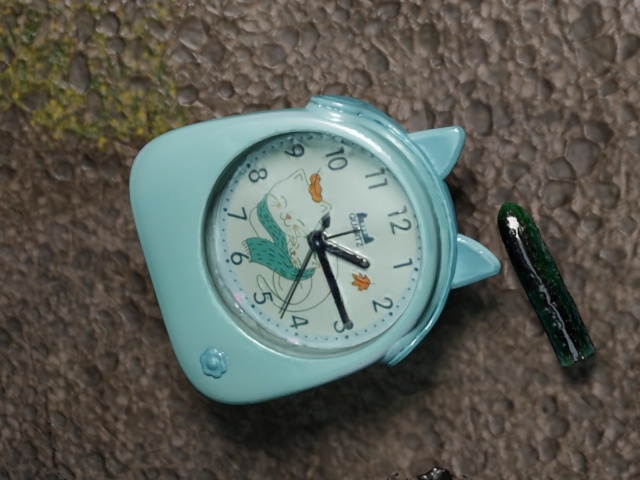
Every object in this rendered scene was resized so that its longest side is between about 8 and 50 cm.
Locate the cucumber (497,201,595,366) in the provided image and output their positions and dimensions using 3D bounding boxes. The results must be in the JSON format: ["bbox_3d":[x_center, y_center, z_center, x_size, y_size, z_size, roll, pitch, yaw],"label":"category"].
[{"bbox_3d":[0.169,0.030,1.082,0.032,0.032,0.133,-25,91,21],"label":"cucumber"}]

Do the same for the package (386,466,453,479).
[{"bbox_3d":[0.144,0.299,1.131,0.269,0.071,0.194,28,111,-2],"label":"package"}]

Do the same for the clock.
[{"bbox_3d":[0.000,0.000,1.103,0.274,0.094,0.223,-12,97,18],"label":"clock"}]
